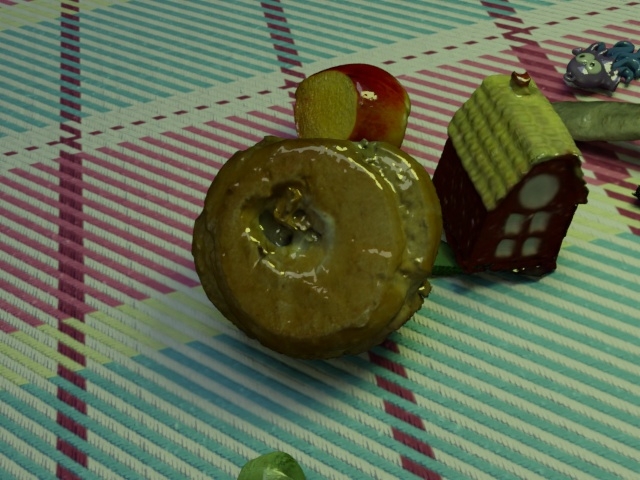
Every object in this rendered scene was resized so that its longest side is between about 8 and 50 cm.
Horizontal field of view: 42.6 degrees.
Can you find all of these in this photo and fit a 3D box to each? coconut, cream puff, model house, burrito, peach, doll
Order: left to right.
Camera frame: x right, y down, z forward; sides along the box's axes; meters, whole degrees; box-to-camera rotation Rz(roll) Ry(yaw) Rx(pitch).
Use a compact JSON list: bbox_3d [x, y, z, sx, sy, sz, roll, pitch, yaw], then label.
[{"bbox_3d":[-0.057,0.302,1.001,0.096,0.088,0.088,-16,40,37],"label":"coconut"},{"bbox_3d":[0.000,0.000,1.136,0.343,0.231,0.327,-34,82,6],"label":"cream puff"},{"bbox_3d":[0.049,-0.209,1.369,0.192,0.190,0.190,12,49,-5],"label":"peach"},{"bbox_3d":[0.271,-0.100,1.167,0.160,0.254,0.196,-5,45,-12],"label":"model house"},{"bbox_3d":[0.514,-0.316,1.466,0.206,0.067,0.110,-22,57,-23],"label":"doll"},{"bbox_3d":[0.477,-0.195,1.321,0.275,0.059,0.082,8,48,48],"label":"burrito"}]

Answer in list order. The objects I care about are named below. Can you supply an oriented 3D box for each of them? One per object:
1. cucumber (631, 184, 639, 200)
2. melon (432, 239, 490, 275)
[{"bbox_3d":[0.561,-0.104,1.277,0.181,0.053,0.053,-26,49,-12],"label":"cucumber"},{"bbox_3d":[0.137,0.007,1.269,0.261,0.053,0.114,19,36,20],"label":"melon"}]
